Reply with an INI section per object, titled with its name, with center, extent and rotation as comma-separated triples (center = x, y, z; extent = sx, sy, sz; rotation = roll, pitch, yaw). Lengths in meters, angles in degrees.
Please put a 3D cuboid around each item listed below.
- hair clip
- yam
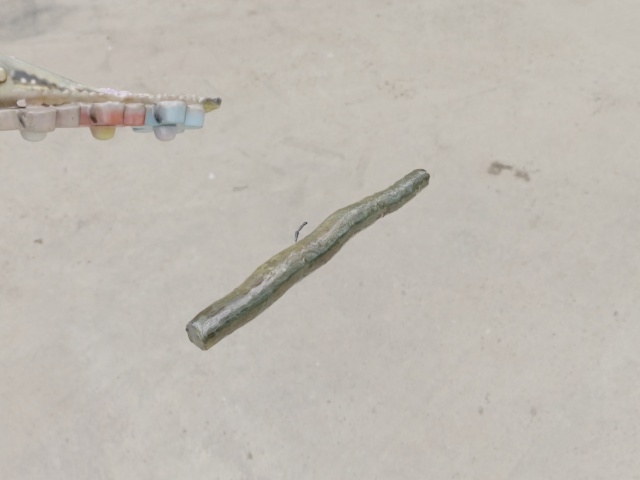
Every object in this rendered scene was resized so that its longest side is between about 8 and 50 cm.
[hair clip]
center = -0.153, -0.087, 0.488
extent = 0.062, 0.056, 0.214
rotation = 6, 1, 43
[yam]
center = 0.001, 0.001, 0.500
extent = 0.029, 0.027, 0.234
rotation = 6, 31, 45
